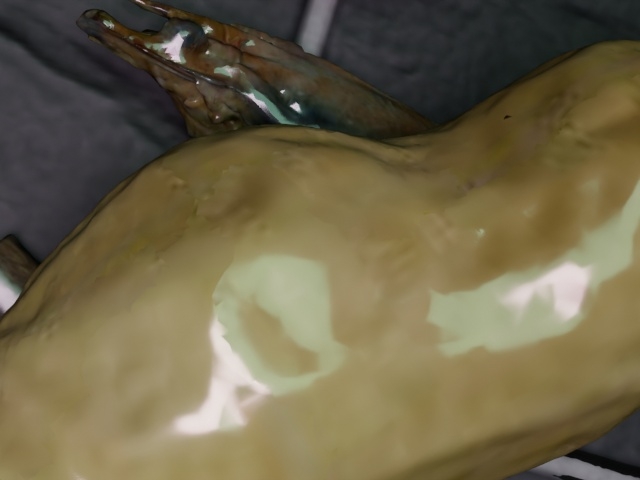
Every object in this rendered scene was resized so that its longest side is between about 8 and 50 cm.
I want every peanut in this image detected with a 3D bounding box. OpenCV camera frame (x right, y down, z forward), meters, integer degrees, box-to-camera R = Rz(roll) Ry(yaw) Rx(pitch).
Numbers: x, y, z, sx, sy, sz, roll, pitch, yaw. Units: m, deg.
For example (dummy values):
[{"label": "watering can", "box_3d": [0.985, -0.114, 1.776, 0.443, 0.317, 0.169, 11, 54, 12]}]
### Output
[{"label": "peanut", "box_3d": [0.011, 0.024, 0.408, 0.318, 0.147, 0.148, -25, 95, -2]}]

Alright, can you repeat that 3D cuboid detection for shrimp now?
[{"label": "shrimp", "box_3d": [0.001, 0.000, 0.492, 0.251, 0.052, 0.144, 34, 85, -11]}]

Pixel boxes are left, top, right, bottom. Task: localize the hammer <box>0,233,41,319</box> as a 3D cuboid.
[{"label": "hammer", "box_3d": [-0.004, 0.136, 0.494, 0.365, 0.043, 0.111, 46, 81, -7]}]
